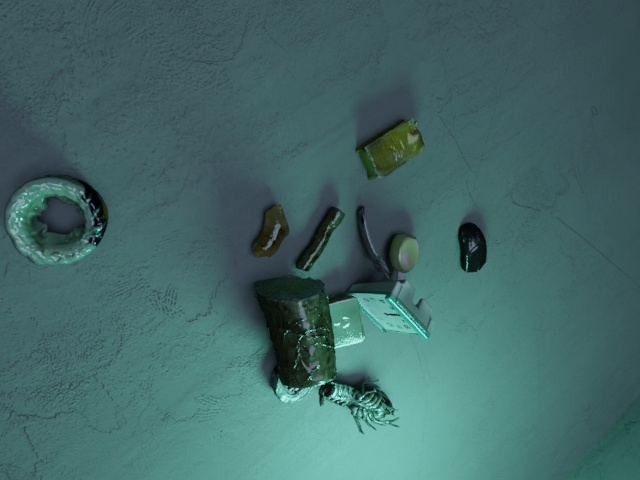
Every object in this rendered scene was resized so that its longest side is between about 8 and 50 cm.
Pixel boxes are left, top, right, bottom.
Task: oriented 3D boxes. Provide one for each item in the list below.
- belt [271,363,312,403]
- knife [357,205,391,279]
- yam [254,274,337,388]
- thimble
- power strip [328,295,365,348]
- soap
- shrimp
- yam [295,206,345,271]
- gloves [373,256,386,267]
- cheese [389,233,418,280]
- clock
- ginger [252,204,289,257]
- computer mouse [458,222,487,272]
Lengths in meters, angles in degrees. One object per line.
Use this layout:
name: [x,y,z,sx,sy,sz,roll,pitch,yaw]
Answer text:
belt: [-0.093,0.488,1.498,0.151,0.078,0.198,40,81,-26]
knife: [0.186,0.012,1.503,0.053,0.123,0.277,-23,93,7]
yam: [-0.071,0.293,1.347,0.241,0.241,0.347,-15,96,-22]
thimble: [-0.676,-0.050,1.067,0.238,0.150,0.237,-6,105,-23]
power strip: [0.047,0.301,1.530,0.213,0.064,0.198,-12,109,-8]
soap: [0.254,-0.326,1.480,0.233,0.076,0.135,-34,112,-14]
shrimp: [0.163,0.634,1.616,0.411,0.166,0.221,28,91,-15]
yam: [0.000,0.000,1.443,0.061,0.061,0.252,33,87,-27]
gloves: [0.234,0.093,1.590,0.081,0.037,0.044,38,51,-23]
cheese: [0.312,0.087,1.581,0.137,0.064,0.227,14,84,-40]
clock: [0.265,0.241,1.535,0.262,0.231,0.116,47,60,-25]
ginger: [-0.160,-0.026,1.357,0.095,0.069,0.190,26,89,-32]
computer mouse: [0.645,0.033,1.744,0.122,0.073,0.217,-20,111,-20]
